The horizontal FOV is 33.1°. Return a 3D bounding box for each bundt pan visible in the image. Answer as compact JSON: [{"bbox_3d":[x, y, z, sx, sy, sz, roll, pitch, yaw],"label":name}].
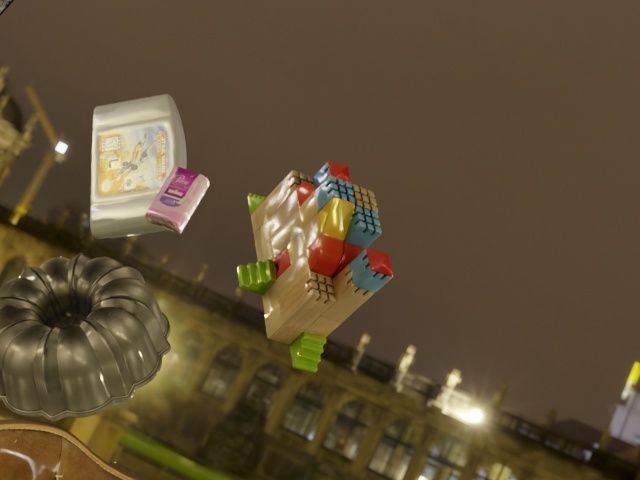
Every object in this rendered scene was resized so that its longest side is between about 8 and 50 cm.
[{"bbox_3d":[-0.424,0.140,1.816,0.330,0.331,0.124,20,-45,28],"label":"bundt pan"}]

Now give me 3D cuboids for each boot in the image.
[{"bbox_3d":[-0.308,0.305,1.281,0.305,0.112,0.115,33,12,-37],"label":"boot"}]

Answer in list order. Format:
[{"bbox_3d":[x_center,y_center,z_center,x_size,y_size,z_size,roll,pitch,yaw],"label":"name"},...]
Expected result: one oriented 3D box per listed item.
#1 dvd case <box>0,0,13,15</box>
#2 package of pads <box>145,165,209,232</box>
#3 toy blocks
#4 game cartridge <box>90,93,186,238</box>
[{"bbox_3d":[-0.566,-0.333,1.630,0.022,0.253,0.180,55,27,7],"label":"dvd case"},{"bbox_3d":[-0.183,-0.052,1.380,0.050,0.083,0.032,19,-27,18],"label":"package of pads"},{"bbox_3d":[0.000,0.000,1.910,0.190,0.381,0.261,19,-47,-32],"label":"toy blocks"},{"bbox_3d":[-0.376,-0.158,2.224,0.198,0.297,0.062,-10,-21,18],"label":"game cartridge"}]
